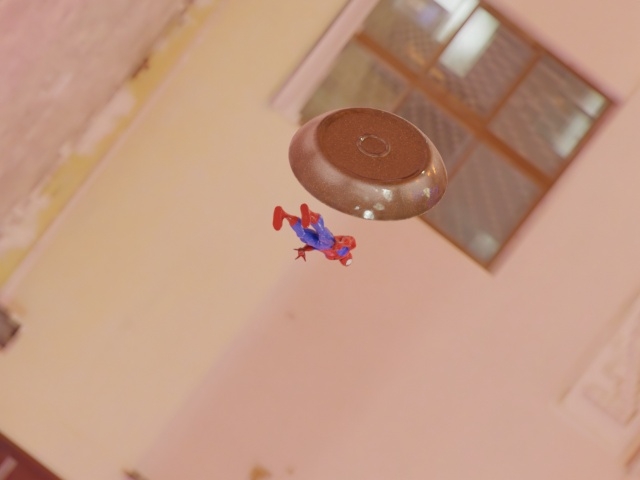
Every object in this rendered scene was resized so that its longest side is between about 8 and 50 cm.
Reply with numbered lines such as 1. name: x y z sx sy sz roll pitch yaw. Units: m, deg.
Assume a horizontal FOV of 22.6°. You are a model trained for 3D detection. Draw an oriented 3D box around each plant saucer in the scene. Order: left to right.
1. plant saucer: 0.061 -0.103 1.938 0.198 0.199 0.036 -53 163 -45

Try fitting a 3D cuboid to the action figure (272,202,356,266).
1. action figure: 0.000 0.000 1.247 0.038 0.030 0.115 -10 162 22
